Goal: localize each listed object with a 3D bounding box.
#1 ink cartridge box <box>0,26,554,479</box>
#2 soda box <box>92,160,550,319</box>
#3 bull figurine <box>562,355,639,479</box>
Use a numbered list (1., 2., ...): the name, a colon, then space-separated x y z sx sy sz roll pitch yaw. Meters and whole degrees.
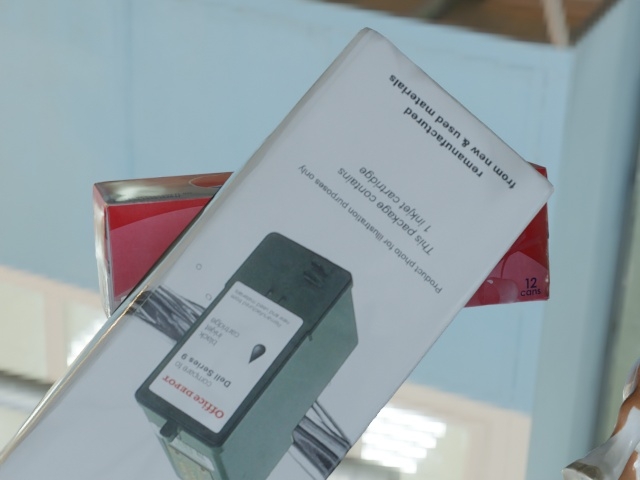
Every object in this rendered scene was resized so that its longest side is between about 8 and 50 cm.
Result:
1. ink cartridge box: -0.044 0.061 0.842 0.121 0.211 0.289 41 -105 -4
2. soda box: 0.000 0.000 1.026 0.263 0.083 0.092 -6 -169 -12
3. bull figurine: 0.196 0.081 0.860 0.101 0.310 0.188 32 -116 23
